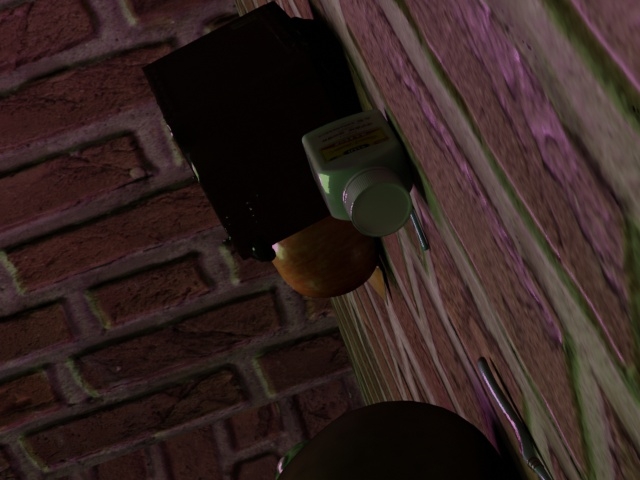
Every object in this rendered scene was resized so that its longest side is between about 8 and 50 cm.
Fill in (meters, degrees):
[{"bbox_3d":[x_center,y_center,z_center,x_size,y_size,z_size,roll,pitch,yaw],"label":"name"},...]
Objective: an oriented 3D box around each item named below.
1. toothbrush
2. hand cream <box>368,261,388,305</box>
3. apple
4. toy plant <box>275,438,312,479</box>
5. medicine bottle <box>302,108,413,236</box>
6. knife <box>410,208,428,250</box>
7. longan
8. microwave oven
[{"bbox_3d":[0.142,0.143,1.109,0.193,0.019,0.013,-110,1,-54],"label":"toothbrush"},{"bbox_3d":[0.045,0.001,1.978,0.174,0.047,0.076,58,169,36],"label":"hand cream"},{"bbox_3d":[0.000,0.000,1.849,0.146,0.131,0.146,156,90,-84],"label":"apple"},{"bbox_3d":[0.059,0.304,1.677,0.175,0.235,0.218,73,177,-63],"label":"toy plant"},{"bbox_3d":[0.035,-0.054,1.271,0.118,0.074,0.055,-113,5,-56],"label":"medicine bottle"},{"bbox_3d":[0.077,-0.030,1.347,0.014,0.005,0.091,80,171,-65],"label":"knife"},{"bbox_3d":[0.066,0.249,1.290,0.215,0.246,0.246,115,137,-67],"label":"longan"},{"bbox_3d":[-0.056,-0.120,1.595,0.178,0.188,0.247,66,176,-24],"label":"microwave oven"}]
